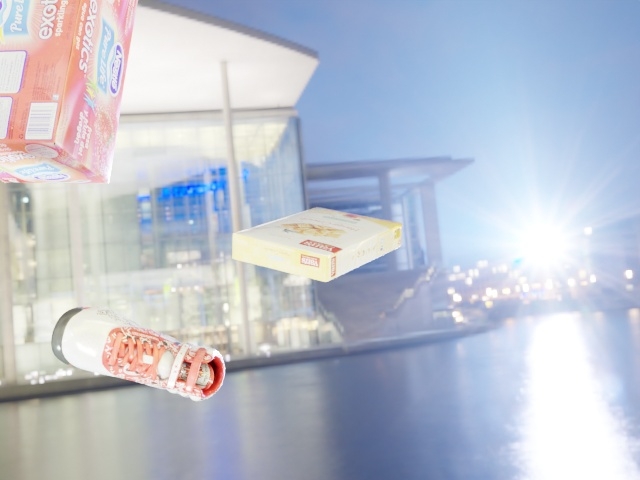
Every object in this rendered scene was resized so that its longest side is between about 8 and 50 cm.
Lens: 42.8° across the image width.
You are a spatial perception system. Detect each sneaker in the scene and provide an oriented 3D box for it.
[{"bbox_3d":[-0.242,0.162,1.157,0.144,0.090,0.270,8,-16,28],"label":"sneaker"}]

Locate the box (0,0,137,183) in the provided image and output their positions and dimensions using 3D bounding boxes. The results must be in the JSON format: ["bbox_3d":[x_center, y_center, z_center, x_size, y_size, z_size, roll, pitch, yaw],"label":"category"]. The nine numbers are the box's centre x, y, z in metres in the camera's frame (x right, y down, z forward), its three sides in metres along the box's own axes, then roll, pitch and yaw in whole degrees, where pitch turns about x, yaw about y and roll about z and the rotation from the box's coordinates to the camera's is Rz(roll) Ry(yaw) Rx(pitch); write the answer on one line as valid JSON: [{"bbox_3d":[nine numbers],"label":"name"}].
[{"bbox_3d":[-0.336,-0.230,1.006,0.154,0.300,0.142,1,-16,11],"label":"box"}]

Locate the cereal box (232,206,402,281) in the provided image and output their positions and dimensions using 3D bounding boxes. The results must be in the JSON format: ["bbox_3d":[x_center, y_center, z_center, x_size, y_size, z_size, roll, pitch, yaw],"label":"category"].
[{"bbox_3d":[0.000,0.000,1.277,0.173,0.047,0.240,12,17,29],"label":"cereal box"}]
